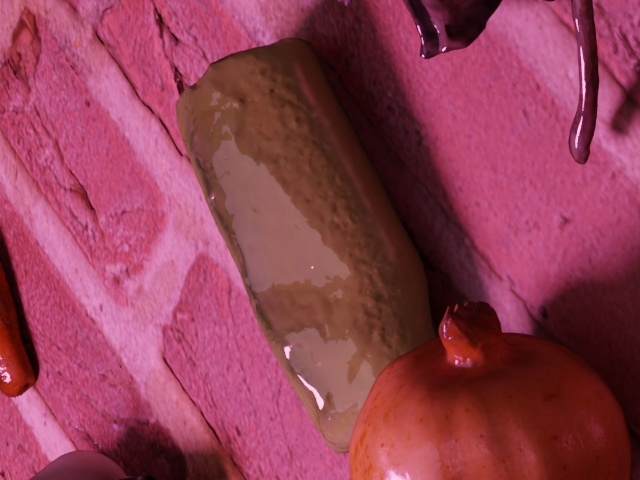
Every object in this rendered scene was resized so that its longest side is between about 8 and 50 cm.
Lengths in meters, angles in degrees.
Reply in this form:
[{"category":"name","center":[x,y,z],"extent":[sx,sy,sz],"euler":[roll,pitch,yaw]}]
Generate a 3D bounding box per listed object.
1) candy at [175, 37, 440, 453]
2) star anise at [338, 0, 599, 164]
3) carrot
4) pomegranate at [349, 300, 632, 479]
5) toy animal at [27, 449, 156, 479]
[{"category":"candy","center":[0.000,0.000,1.523],"extent":[0.142,0.132,0.343],"euler":[-25,78,7]},{"category":"star anise","center":[0.092,-0.257,1.357],"extent":[0.316,0.139,0.359],"euler":[30,136,52]},{"category":"carrot","center":[-0.356,0.083,2.016],"extent":[0.060,0.060,0.186],"euler":[-24,86,50]},{"category":"pomegranate","center":[0.122,0.160,1.355],"extent":[0.207,0.207,0.207],"euler":[15,110,48]},{"category":"toy animal","center":[-0.234,0.312,1.808],"extent":[0.267,0.212,0.212],"euler":[10,106,42]}]
